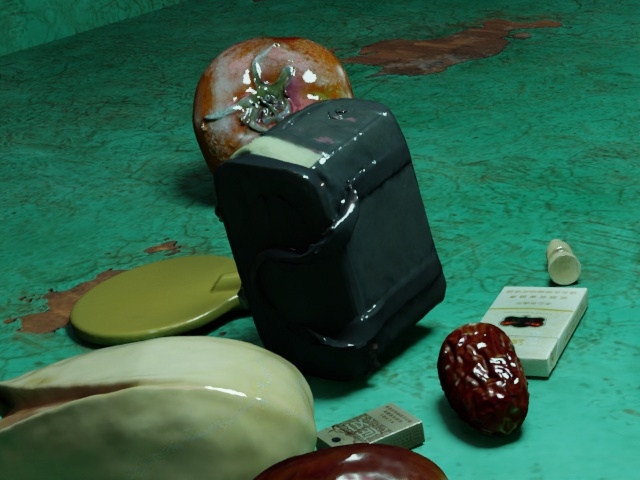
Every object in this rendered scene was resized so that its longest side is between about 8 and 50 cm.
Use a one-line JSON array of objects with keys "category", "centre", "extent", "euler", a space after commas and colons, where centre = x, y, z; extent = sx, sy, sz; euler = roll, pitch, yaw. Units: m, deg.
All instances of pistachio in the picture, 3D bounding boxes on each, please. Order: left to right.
[{"category": "pistachio", "centre": [-0.143, 0.162, 1.174], "extent": [0.299, 0.187, 0.187], "euler": [-4, 21, 16]}]

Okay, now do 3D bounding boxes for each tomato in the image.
[{"category": "tomato", "centre": [-0.060, -0.167, 1.997], "extent": [0.232, 0.232, 0.188], "euler": [-8, -18, 2]}]

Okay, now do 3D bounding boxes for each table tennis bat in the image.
[{"category": "table tennis bat", "centre": [-0.129, 0.058, 1.645], "extent": [0.320, 0.050, 0.198], "euler": [-6, 21, 17]}]

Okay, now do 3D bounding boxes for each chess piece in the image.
[{"category": "chess piece", "centre": [0.261, 0.018, 1.609], "extent": [0.035, 0.035, 0.092], "euler": [-7, 16, 4]}]

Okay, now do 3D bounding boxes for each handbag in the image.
[{"category": "handbag", "centre": [0.000, 0.000, 1.447], "extent": [0.181, 0.254, 0.181], "euler": [5, 31, 39]}]

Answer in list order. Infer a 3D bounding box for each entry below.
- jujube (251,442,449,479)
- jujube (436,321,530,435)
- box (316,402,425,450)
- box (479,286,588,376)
[{"category": "jujube", "centre": [-0.014, 0.236, 0.942], "extent": [0.255, 0.190, 0.190], "euler": [-22, 23, -13]}, {"category": "jujube", "centre": [0.147, 0.126, 1.315], "extent": [0.077, 0.077, 0.129], "euler": [-11, 31, -5]}, {"category": "box", "centre": [0.043, 0.173, 1.294], "extent": [0.083, 0.024, 0.053], "euler": [-18, 22, -26]}, {"category": "box", "centre": [0.202, 0.087, 1.455], "extent": [0.090, 0.024, 0.167], "euler": [1, 21, 24]}]
